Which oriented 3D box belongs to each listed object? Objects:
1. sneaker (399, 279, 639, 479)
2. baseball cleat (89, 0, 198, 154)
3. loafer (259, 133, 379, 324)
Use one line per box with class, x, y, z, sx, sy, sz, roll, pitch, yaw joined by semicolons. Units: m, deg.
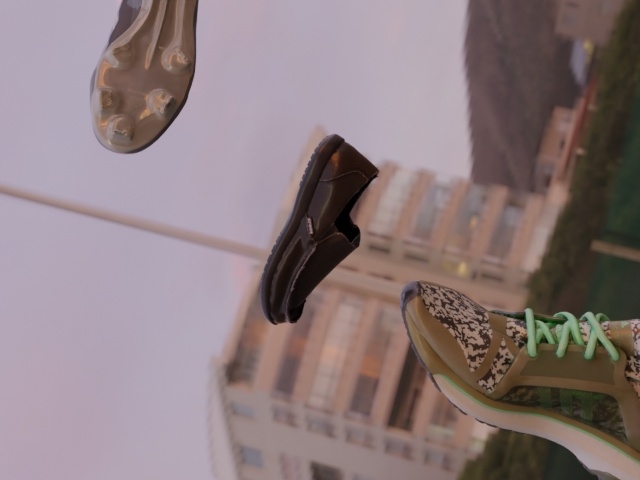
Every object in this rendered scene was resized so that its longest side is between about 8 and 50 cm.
sneaker;0.276;0.121;1.539;0.182;0.410;0.158;-54;18;29
baseball cleat;-0.125;-0.146;1.084;0.109;0.072;0.205;126;160;-69
loafer;0.000;0.000;1.524;0.220;0.078;0.080;-70;-12;21
